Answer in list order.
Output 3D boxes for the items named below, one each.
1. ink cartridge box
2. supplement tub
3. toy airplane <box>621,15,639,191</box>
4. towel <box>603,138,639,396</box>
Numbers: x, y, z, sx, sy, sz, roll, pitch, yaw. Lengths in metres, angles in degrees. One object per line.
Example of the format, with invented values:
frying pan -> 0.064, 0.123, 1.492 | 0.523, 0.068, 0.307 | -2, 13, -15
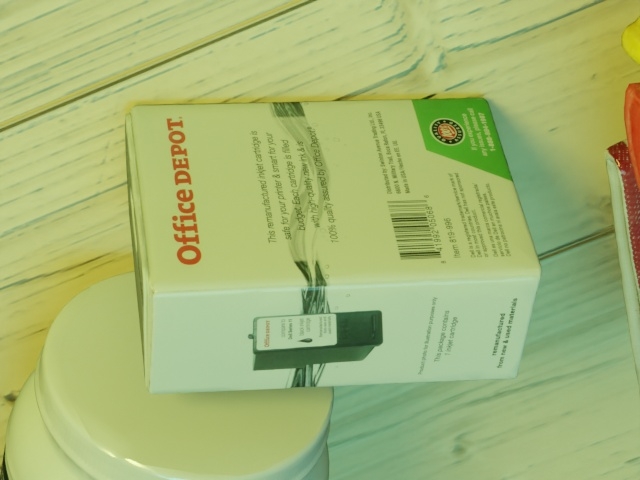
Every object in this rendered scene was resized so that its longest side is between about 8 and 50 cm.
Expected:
ink cartridge box -> 0.000, 0.000, 1.056 | 0.208, 0.153, 0.087 | -1, 134, -9
supplement tub -> -0.103, 0.171, 1.167 | 0.191, 0.191, 0.272 | 4, 132, -15
toy airplane -> 0.205, -0.208, 0.855 | 0.384, 0.272, 0.386 | -50, 127, -19
towel -> 0.318, -0.036, 1.098 | 0.329, 0.037, 0.237 | -27, 134, -11
